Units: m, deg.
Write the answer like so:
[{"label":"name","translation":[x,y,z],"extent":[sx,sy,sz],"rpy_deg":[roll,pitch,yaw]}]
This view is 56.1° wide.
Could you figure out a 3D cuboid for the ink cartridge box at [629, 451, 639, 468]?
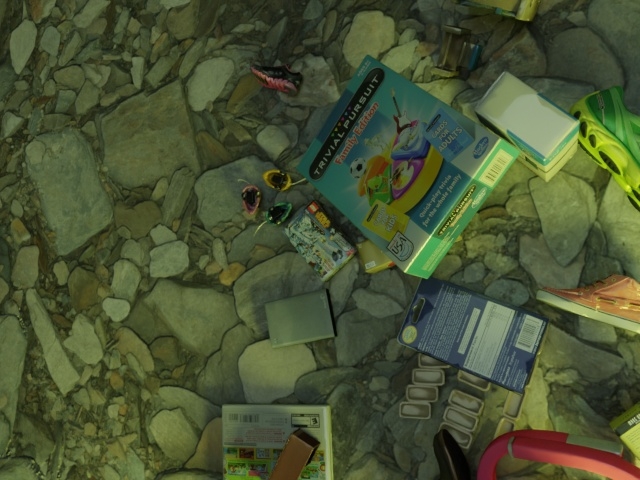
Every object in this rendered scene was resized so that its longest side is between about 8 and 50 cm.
[{"label":"ink cartridge box","translation":[0.540,0.374,0.909],"extent":[0.104,0.061,0.182],"rpy_deg":[-13,79,18]}]

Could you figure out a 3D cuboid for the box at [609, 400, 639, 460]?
[{"label":"box","translation":[0.529,0.337,0.853],"extent":[0.087,0.058,0.232],"rpy_deg":[-42,71,10]}]

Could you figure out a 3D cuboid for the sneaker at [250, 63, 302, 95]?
[{"label":"sneaker","translation":[-0.089,-0.345,1.250],"extent":[0.119,0.047,0.057],"rpy_deg":[27,78,18]}]

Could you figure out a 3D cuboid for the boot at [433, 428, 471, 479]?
[{"label":"boot","translation":[0.201,0.426,1.005],"extent":[0.106,0.082,0.219],"rpy_deg":[-18,94,25]}]

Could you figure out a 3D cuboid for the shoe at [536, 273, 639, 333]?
[{"label":"shoe","translation":[0.451,0.089,0.981],"extent":[0.177,0.063,0.081],"rpy_deg":[18,88,16]}]

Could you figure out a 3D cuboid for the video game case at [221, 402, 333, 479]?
[{"label":"video game case","translation":[-0.085,0.421,1.158],"extent":[0.226,0.026,0.207],"rpy_deg":[-5,81,19]}]

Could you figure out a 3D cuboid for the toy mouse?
[{"label":"toy mouse","translation":[-0.108,-0.074,1.225],"extent":[0.160,0.031,0.143],"rpy_deg":[15,88,22]}]

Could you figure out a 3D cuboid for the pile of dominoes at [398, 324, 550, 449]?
[{"label":"pile of dominoes","translation":[0.266,0.232,1.056],"extent":[0.195,0.040,0.251],"rpy_deg":[19,82,22]}]

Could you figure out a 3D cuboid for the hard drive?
[{"label":"hard drive","translation":[-0.039,0.154,1.175],"extent":[0.135,0.022,0.094],"rpy_deg":[-14,78,18]}]

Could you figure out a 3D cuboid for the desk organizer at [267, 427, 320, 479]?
[{"label":"desk organizer","translation":[-0.054,0.420,1.108],"extent":[0.050,0.047,0.130],"rpy_deg":[27,93,18]}]

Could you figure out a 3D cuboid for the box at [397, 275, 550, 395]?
[{"label":"box","translation":[0.260,0.157,1.036],"extent":[0.225,0.036,0.137],"rpy_deg":[21,83,21]}]

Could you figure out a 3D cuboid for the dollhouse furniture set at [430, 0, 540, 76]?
[{"label":"dollhouse furniture set","translation":[0.300,-0.381,1.078],"extent":[0.129,0.129,0.184],"rpy_deg":[23,116,21]}]

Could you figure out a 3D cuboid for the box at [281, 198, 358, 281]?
[{"label":"box","translation":[0.000,0.000,1.177],"extent":[0.094,0.027,0.137],"rpy_deg":[-43,71,12]}]

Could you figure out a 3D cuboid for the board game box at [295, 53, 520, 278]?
[{"label":"board game box","translation":[0.131,-0.137,1.045],"extent":[0.336,0.079,0.254],"rpy_deg":[46,109,38]}]

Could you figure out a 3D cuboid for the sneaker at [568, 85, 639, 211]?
[{"label":"sneaker","translation":[0.527,-0.128,0.950],"extent":[0.123,0.109,0.296],"rpy_deg":[-37,78,6]}]

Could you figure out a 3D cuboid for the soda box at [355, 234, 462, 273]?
[{"label":"soda box","translation":[0.162,0.002,1.098],"extent":[0.181,0.061,0.058],"rpy_deg":[-22,76,17]}]

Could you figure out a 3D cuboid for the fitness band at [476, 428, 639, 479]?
[{"label":"fitness band","translation":[0.379,0.398,0.913],"extent":[0.290,0.054,0.209],"rpy_deg":[-1,106,36]}]

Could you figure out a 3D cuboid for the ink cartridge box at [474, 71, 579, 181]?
[{"label":"ink cartridge box","translation":[0.341,-0.180,0.984],"extent":[0.139,0.190,0.082],"rpy_deg":[43,100,20]}]
